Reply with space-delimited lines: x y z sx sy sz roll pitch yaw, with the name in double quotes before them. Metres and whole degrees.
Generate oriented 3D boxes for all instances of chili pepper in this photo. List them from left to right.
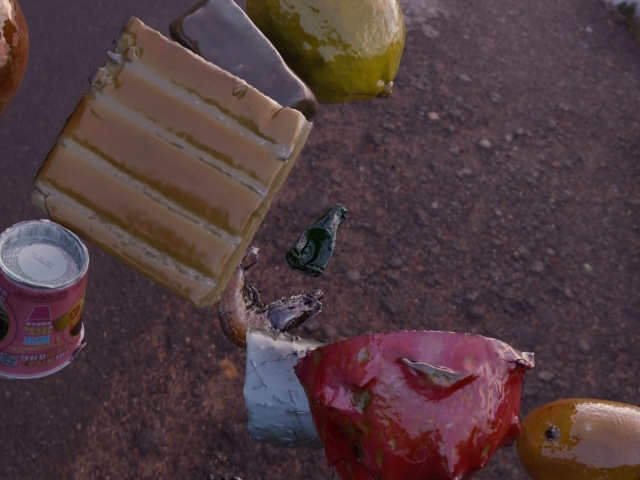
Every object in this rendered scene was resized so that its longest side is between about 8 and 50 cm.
"chili pepper" 0.000 0.001 1.891 0.108 0.216 0.062 36 1 -7

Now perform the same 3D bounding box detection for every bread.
"bread" -0.164 -0.089 0.802 0.246 0.239 0.111 29 0 6

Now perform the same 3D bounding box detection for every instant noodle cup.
"instant noodle cup" -0.545 0.103 1.384 0.243 0.255 0.244 17 44 -18

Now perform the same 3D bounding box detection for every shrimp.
"shrimp" -0.111 0.117 1.656 0.290 0.054 0.222 -15 94 -38

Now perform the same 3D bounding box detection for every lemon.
"lemon" 0.011 -0.377 1.292 0.268 0.268 0.322 -36 100 -43

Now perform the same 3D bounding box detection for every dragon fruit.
"dragon fruit" 0.062 0.126 0.452 0.153 0.153 0.111 5 66 -18

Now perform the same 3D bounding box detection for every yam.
"yam" 0.014 0.294 1.424 0.348 0.241 0.241 9 43 -6

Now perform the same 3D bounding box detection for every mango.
"mango" 0.273 0.200 0.710 0.164 0.115 0.089 1 63 2

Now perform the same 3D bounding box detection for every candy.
"candy" -0.107 -0.240 1.018 0.104 0.102 0.234 -39 70 -6

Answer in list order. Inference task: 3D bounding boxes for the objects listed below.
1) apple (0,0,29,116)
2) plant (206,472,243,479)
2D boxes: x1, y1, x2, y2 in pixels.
"apple" -0.607 -0.297 1.124 0.309 0.277 0.250 -38 44 -15
"plant" -0.079 0.299 0.755 0.143 0.094 0.092 29 60 -27
